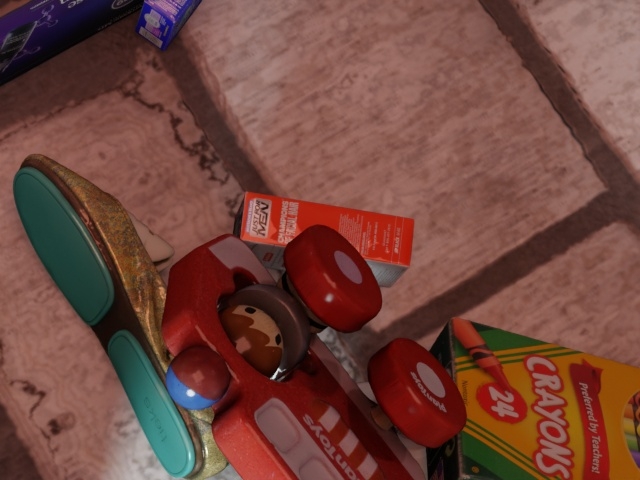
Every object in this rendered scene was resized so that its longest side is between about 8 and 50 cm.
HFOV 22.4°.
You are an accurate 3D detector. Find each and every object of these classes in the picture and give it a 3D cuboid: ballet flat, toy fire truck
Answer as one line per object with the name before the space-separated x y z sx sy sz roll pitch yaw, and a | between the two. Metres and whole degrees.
ballet flat | -0.169 0.062 1.545 0.123 0.123 0.348 -29 82 -15
toy fire truck | -0.024 0.132 1.369 0.169 0.254 0.302 -38 88 20

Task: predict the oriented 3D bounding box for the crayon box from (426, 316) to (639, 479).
crayon box | 0.257 0.204 1.526 0.318 0.081 0.202 16 40 -14

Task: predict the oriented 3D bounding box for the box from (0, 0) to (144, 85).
box | -0.290 -0.238 1.550 0.261 0.184 0.103 -32 86 -15

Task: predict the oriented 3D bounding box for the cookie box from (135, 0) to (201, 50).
cookie box | -0.137 -0.254 1.628 0.040 0.092 0.107 36 73 -3

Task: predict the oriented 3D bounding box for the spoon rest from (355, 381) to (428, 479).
spoon rest | 0.121 0.226 1.556 0.276 0.084 0.137 26 40 1

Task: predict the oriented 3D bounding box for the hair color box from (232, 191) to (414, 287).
hair color box | 0.000 0.000 1.588 0.167 0.093 0.053 8 74 -8
